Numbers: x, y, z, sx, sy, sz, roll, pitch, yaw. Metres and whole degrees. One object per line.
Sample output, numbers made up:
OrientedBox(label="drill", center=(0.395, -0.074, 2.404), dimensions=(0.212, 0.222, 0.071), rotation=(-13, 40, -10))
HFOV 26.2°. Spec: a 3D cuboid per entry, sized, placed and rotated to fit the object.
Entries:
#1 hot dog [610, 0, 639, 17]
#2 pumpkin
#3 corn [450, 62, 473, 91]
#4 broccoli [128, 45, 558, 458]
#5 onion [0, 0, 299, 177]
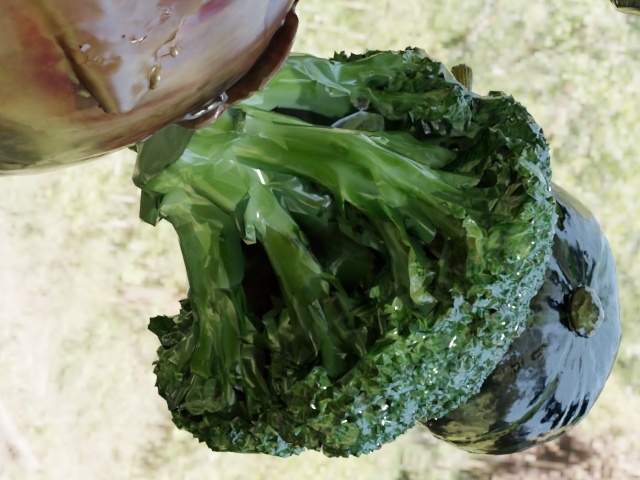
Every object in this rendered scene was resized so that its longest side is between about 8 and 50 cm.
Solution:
OrientedBox(label="hot dog", center=(0.425, -0.270, 1.506), dimensions=(0.162, 0.270, 0.082), rotation=(29, -70, 49))
OrientedBox(label="pumpkin", center=(0.203, 0.075, 1.481), dimensions=(0.315, 0.238, 0.315), rotation=(9, 78, -48))
OrientedBox(label="corn", center=(0.154, -0.164, 1.528), dimensions=(0.027, 0.028, 0.083), rotation=(46, 45, -49))
OrientedBox(label="broccoli", center=(0.000, 0.000, 0.867), dimensions=(0.308, 0.275, 0.308), rotation=(-34, -138, 38))
OrientedBox(label="onion", center=(-0.153, -0.188, 0.563), dimensions=(0.353, 0.353, 0.354), rotation=(7, 90, -89))
